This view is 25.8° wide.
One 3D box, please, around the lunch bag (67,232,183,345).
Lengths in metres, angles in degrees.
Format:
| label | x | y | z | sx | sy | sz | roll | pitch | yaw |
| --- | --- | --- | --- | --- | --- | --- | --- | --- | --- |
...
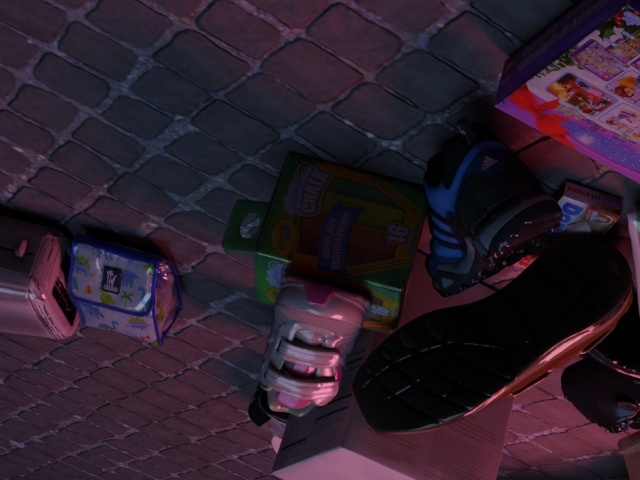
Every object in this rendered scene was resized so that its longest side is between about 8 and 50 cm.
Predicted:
| label | x | y | z | sx | sy | sz | roll | pitch | yaw |
| --- | --- | --- | --- | --- | --- | --- | --- | --- | --- |
| lunch bag | -0.262 | 0.059 | 1.865 | 0.128 | 0.096 | 0.151 | 14 | 139 | 13 |

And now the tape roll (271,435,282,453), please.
| label | x | y | z | sx | sy | sz | roll | pitch | yaw |
| --- | --- | --- | --- | --- | --- | --- | --- | --- | --- |
| tape roll | 0.072 | 0.301 | 2.112 | 0.286 | 0.100 | 0.286 | 13 | 154 | 7 |

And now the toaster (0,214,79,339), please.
| label | x | y | z | sx | sy | sz | roll | pitch | yaw |
| --- | --- | --- | --- | --- | --- | --- | --- | --- | --- |
| toaster | -0.410 | 0.056 | 1.903 | 0.146 | 0.129 | 0.227 | 10 | 151 | 11 |

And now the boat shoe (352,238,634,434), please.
| label | x | y | z | sx | sy | sz | roll | pitch | yaw |
| --- | --- | --- | --- | --- | --- | --- | --- | --- | --- |
| boat shoe | 0.195 | 0.119 | 1.497 | 0.324 | 0.123 | 0.120 | -28 | 155 | 12 |

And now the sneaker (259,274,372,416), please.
| label | x | y | z | sx | sy | sz | roll | pitch | yaw |
| --- | --- | --- | --- | --- | --- | --- | --- | --- | --- |
| sneaker | -0.010 | 0.121 | 1.501 | 0.102 | 0.111 | 0.252 | 15 | 154 | 5 |

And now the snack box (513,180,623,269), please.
| label | x | y | z | sx | sy | sz | roll | pitch | yaw |
| --- | --- | --- | --- | --- | --- | --- | --- | --- | --- |
| snack box | 0.259 | -0.007 | 1.484 | 0.064 | 0.022 | 0.178 | 19 | 154 | -3 |

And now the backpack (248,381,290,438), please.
| label | x | y | z | sx | sy | sz | roll | pitch | yaw |
| --- | --- | --- | --- | --- | --- | --- | --- | --- | --- |
| backpack | 0.011 | 0.209 | 1.894 | 0.188 | 0.166 | 0.144 | 22 | 156 | 0 |

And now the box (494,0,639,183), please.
| label | x | y | z | sx | sy | sz | roll | pitch | yaw |
| --- | --- | --- | --- | --- | --- | --- | --- | --- | --- |
| box | 0.326 | -0.112 | 1.200 | 0.293 | 0.057 | 0.201 | 26 | 152 | -16 |

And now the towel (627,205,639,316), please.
| label | x | y | z | sx | sy | sz | roll | pitch | yaw |
| --- | --- | --- | --- | --- | --- | --- | --- | --- | --- |
| towel | 0.478 | 0.058 | 1.391 | 0.324 | 0.038 | 0.248 | 4 | 133 | 25 |

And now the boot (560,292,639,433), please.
| label | x | y | z | sx | sy | sz | roll | pitch | yaw |
| --- | --- | --- | --- | --- | --- | --- | --- | --- | --- |
| boot | 0.342 | 0.149 | 1.654 | 0.246 | 0.094 | 0.207 | 23 | 152 | -18 |

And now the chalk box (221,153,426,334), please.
| label | x | y | z | sx | sy | sz | roll | pitch | yaw |
| --- | --- | --- | --- | --- | --- | --- | --- | --- | --- |
| chalk box | 0.000 | 0.000 | 1.535 | 0.213 | 0.132 | 0.132 | 14 | 154 | 5 |

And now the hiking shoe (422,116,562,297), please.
| label | x | y | z | sx | sy | sz | roll | pitch | yaw |
| --- | --- | --- | --- | --- | --- | --- | --- | --- | --- |
| hiking shoe | 0.160 | -0.033 | 1.429 | 0.132 | 0.113 | 0.304 | 61 | 165 | 9 |

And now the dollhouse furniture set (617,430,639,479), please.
| label | x | y | z | sx | sy | sz | roll | pitch | yaw |
| --- | --- | --- | --- | --- | --- | --- | --- | --- | --- |
| dollhouse furniture set | 0.584 | 0.301 | 1.658 | 0.362 | 0.257 | 0.394 | 13 | 146 | -37 |

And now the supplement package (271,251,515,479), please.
| label | x | y | z | sx | sy | sz | roll | pitch | yaw |
| --- | --- | --- | --- | --- | --- | --- | --- | --- | --- |
| supplement package | 0.100 | 0.183 | 1.678 | 0.199 | 0.263 | 0.198 | 26 | 153 | -17 |
